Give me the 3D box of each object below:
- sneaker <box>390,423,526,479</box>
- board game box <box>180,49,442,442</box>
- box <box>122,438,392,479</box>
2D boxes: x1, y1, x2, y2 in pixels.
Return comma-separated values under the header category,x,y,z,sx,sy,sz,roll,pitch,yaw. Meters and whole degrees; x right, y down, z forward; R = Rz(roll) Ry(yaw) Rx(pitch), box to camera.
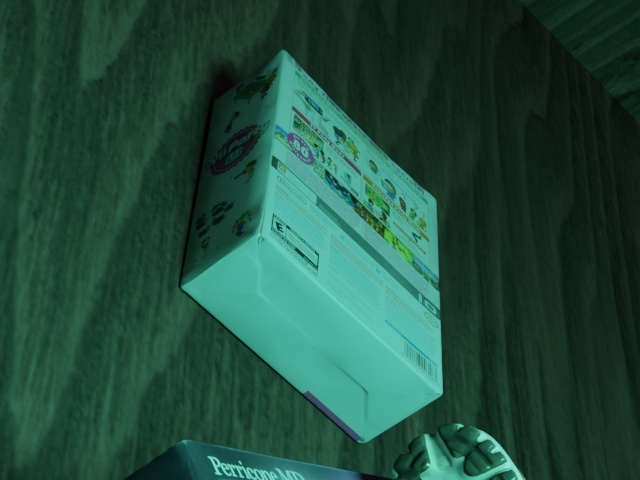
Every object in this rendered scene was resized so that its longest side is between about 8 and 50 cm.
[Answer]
category,x,y,z,sx,sy,sz,roll,pitch,yaw
sneaker,0.139,0.239,1.205,0.118,0.107,0.279,40,26,-60
board game box,0.000,0.000,1.733,0.224,0.097,0.303,44,27,-23
box,-0.009,0.298,1.190,0.296,0.183,0.294,19,39,-55
